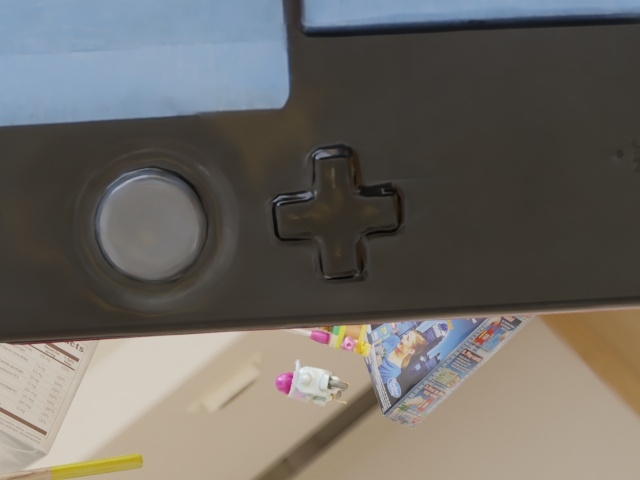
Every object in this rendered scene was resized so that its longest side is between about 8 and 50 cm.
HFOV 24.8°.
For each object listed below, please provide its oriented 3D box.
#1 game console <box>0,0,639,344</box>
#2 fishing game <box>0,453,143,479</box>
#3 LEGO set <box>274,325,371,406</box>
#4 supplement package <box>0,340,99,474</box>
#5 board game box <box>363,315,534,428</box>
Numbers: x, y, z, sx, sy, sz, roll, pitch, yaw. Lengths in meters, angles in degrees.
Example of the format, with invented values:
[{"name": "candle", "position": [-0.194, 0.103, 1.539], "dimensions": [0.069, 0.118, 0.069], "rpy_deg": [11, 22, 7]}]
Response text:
[{"name": "game console", "position": [-0.020, -0.160, 0.526], "dimensions": [0.060, 0.341, 0.387], "rpy_deg": [-77, -15, -84]}, {"name": "fishing game", "position": [-0.146, 0.227, 0.722], "dimensions": [0.041, 0.189, 0.264], "rpy_deg": [-131, 46, -57]}, {"name": "LEGO set", "position": [0.000, 0.000, 1.311], "dimensions": [0.107, 0.287, 0.132], "rpy_deg": [14, 157, -11]}, {"name": "supplement package", "position": [-0.354, 0.118, 1.323], "dimensions": [0.204, 0.145, 0.262], "rpy_deg": [32, 145, -18]}, {"name": "board game box", "position": [0.126, 0.057, 1.465], "dimensions": [0.060, 0.194, 0.194], "rpy_deg": [30, -145, -49]}]
